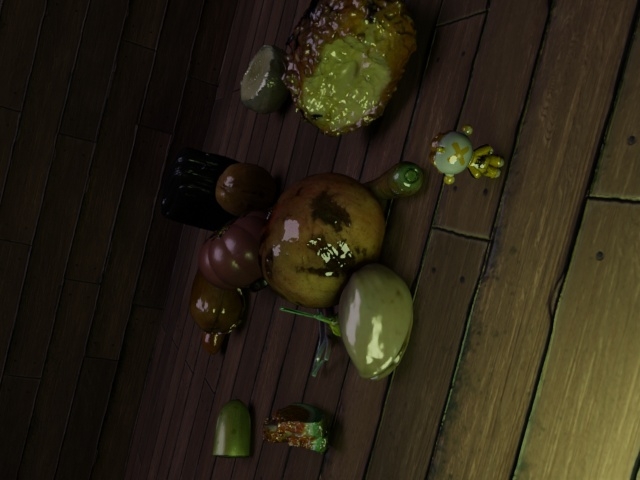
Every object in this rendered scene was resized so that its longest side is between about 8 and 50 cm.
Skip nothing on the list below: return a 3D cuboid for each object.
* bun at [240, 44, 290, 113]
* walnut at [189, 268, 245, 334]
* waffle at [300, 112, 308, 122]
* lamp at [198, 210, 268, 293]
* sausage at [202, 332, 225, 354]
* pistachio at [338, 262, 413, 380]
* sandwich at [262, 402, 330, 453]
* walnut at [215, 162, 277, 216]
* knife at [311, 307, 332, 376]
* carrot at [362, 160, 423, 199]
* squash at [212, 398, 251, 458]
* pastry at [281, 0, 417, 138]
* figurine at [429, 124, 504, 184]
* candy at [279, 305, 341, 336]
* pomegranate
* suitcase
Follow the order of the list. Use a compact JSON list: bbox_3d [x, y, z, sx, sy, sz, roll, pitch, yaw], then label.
[{"bbox_3d":[-0.187,-0.590,2.266,0.259,0.152,0.259,-31,48,42],"label":"bun"},{"bbox_3d":[-0.382,0.193,2.241,0.209,0.209,0.336,-57,32,38],"label":"walnut"},{"bbox_3d":[0.005,-0.488,1.905,0.211,0.055,0.160,-40,44,55],"label":"waffle"},{"bbox_3d":[-0.241,0.046,1.954,0.305,0.240,0.305,-32,13,8],"label":"lamp"},{"bbox_3d":[-0.405,0.324,2.355,0.098,0.098,0.238,-16,63,63],"label":"sausage"},{"bbox_3d":[0.110,0.166,1.243,0.153,0.138,0.238,2,79,31],"label":"pistachio"},{"bbox_3d":[-0.059,0.441,1.465,0.235,0.159,0.079,143,133,-84],"label":"sandwich"},{"bbox_3d":[-0.263,-0.176,2.141,0.195,0.221,0.195,-7,78,38],"label":"walnut"},{"bbox_3d":[-0.001,0.206,1.566,0.123,0.053,0.278,124,150,-48],"label":"knife"},{"bbox_3d":[0.146,-0.125,1.409,0.298,0.078,0.078,172,109,-71],"label":"carrot"},{"bbox_3d":[-0.270,0.589,1.899,0.123,0.123,0.187,-41,38,53],"label":"squash"},{"bbox_3d":[0.065,-0.472,1.486,0.405,0.292,0.337,117,165,-49],"label":"pastry"},{"bbox_3d":[0.254,-0.141,1.062,0.101,0.143,0.068,-50,26,2],"label":"figurine"},{"bbox_3d":[-0.007,0.181,1.415,0.062,0.194,0.058,-10,65,65],"label":"candy"},{"bbox_3d":[0.000,0.000,1.404,0.322,0.322,0.322,-42,41,52],"label":"pomegranate"},{"bbox_3d":[-0.424,-0.189,2.351,0.339,0.345,0.188,-50,30,46],"label":"suitcase"}]
